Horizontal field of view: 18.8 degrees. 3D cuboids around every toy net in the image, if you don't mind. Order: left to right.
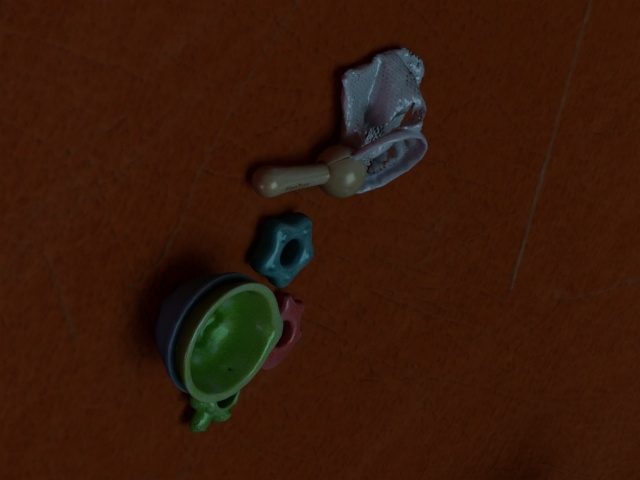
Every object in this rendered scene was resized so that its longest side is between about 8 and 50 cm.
[{"bbox_3d":[0.000,0.000,1.033,0.232,0.045,0.122,-50,142,-17],"label":"toy net"}]
